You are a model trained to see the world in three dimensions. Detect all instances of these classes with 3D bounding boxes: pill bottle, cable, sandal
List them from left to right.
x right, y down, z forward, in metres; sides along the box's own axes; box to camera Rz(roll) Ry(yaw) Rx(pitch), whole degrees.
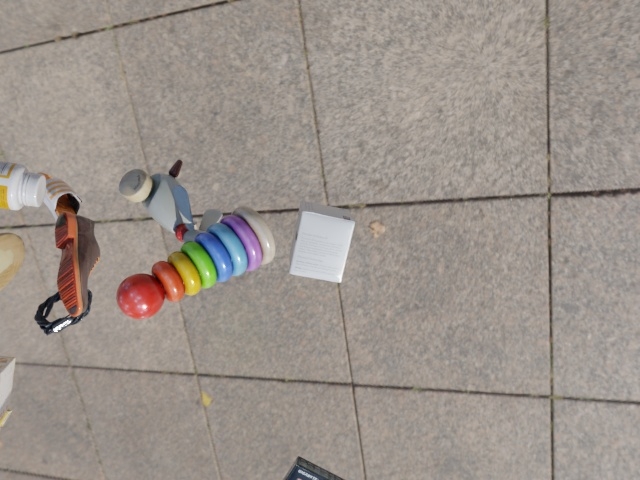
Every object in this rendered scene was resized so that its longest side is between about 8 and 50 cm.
[{"bbox_3d":[-0.802,-0.140,1.260,0.215,0.117,0.117,9,113,-14],"label":"pill bottle"},{"bbox_3d":[-0.822,0.216,1.653,0.150,0.184,0.047,41,162,37],"label":"cable"},{"bbox_3d":[-0.744,-0.105,1.517,0.076,0.102,0.265,-37,78,13],"label":"sandal"}]

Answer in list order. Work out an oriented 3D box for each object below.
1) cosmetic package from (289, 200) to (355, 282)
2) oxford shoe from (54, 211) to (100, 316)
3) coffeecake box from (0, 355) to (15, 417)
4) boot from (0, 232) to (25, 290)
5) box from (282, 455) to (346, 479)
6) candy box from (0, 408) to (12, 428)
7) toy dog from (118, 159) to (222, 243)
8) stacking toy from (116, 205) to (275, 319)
[{"bbox_3d":[0.000,0.000,1.458,0.152,0.151,0.183,10,105,-7],"label":"cosmetic package"},{"bbox_3d":[-0.595,0.057,1.287,0.097,0.098,0.271,-24,68,34],"label":"oxford shoe"},{"bbox_3d":[-0.823,0.384,1.260,0.068,0.185,0.142,9,98,-14],"label":"coffeecake box"},{"bbox_3d":[-0.645,0.060,0.794,0.211,0.295,0.104,8,121,16],"label":"boot"},{"bbox_3d":[-0.023,0.837,1.696,0.220,0.051,0.175,29,105,-4],"label":"box"},{"bbox_3d":[-1.343,0.747,2.052,0.109,0.053,0.186,27,73,-6],"label":"candy box"},{"bbox_3d":[-0.336,-0.090,1.286,0.334,0.220,0.161,37,88,9],"label":"toy dog"},{"bbox_3d":[-0.256,0.057,1.056,0.141,0.330,0.141,34,142,33],"label":"stacking toy"}]
